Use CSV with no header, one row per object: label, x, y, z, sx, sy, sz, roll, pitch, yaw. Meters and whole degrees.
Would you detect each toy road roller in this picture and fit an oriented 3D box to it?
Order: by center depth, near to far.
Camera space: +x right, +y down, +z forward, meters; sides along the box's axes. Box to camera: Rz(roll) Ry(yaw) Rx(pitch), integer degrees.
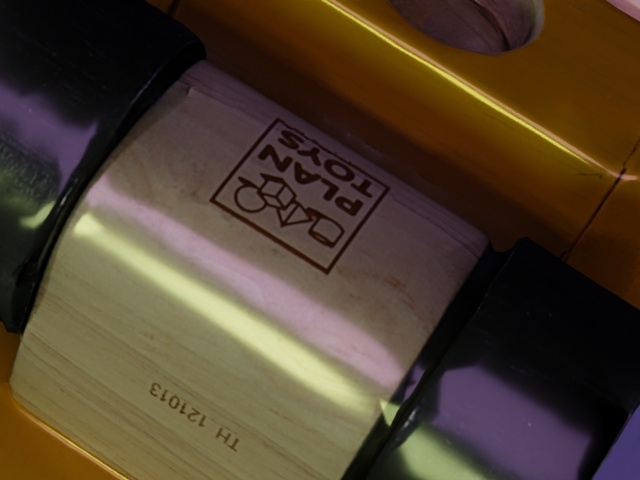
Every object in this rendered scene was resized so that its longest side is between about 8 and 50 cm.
toy road roller,0.000,0.000,0.632,0.202,0.240,0.329,32,47,4
